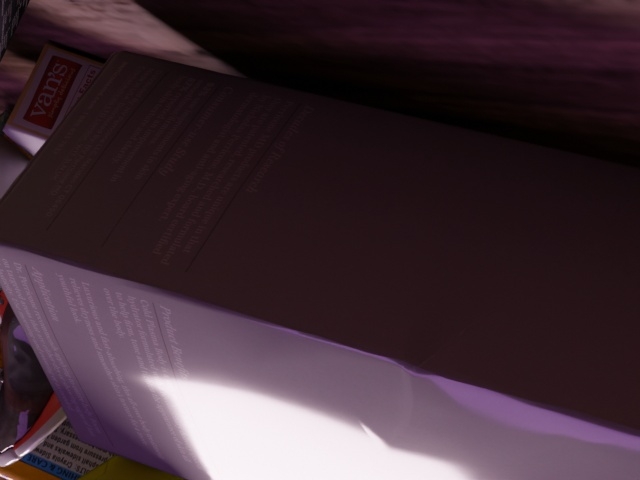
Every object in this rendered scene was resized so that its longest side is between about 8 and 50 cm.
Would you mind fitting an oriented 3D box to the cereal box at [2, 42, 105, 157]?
[{"bbox_3d":[0.000,0.000,0.664,0.240,0.047,0.173,20,168,17],"label":"cereal box"}]

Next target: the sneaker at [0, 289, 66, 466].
[{"bbox_3d":[-0.126,0.042,0.721,0.065,0.158,0.061,39,-150,0],"label":"sneaker"}]

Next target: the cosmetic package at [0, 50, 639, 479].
[{"bbox_3d":[0.021,0.032,0.503,0.237,0.107,0.127,14,143,21],"label":"cosmetic package"}]

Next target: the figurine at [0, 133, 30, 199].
[{"bbox_3d":[-0.221,-0.069,0.596,0.209,0.092,0.215,45,179,2],"label":"figurine"}]

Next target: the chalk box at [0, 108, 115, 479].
[{"bbox_3d":[-0.140,0.061,0.922,0.180,0.179,0.289,24,170,-4],"label":"chalk box"}]

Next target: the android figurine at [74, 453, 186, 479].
[{"bbox_3d":[-0.044,0.125,0.673,0.056,0.272,0.248,65,-165,21],"label":"android figurine"}]

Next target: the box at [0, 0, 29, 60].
[{"bbox_3d":[-0.165,-0.119,0.421,0.184,0.045,0.190,22,170,-9],"label":"box"}]
